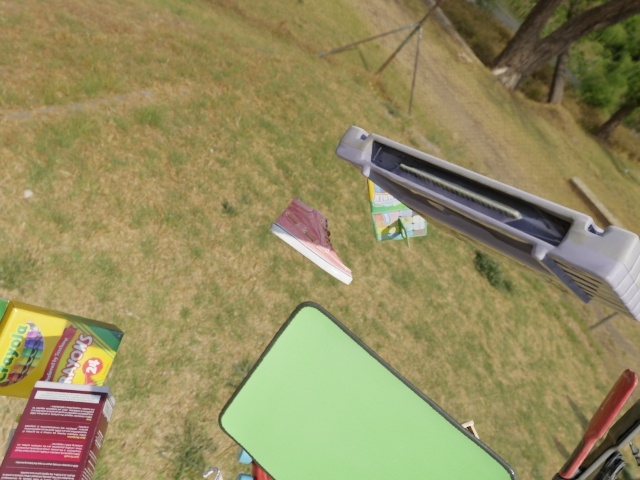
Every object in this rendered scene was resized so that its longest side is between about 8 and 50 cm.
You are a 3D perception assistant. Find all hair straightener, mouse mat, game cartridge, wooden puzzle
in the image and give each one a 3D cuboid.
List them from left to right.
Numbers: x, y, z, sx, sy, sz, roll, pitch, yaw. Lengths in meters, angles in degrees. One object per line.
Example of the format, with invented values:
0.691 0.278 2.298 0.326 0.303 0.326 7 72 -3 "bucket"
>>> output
-0.610 0.418 0.957 0.014 0.079 0.116 -5 55 0 "wooden puzzle"
0.022 0.153 0.350 0.189 0.153 0.007 40 23 10 "mouse mat"
0.201 -0.023 0.578 0.355 0.068 0.230 34 2 42 "game cartridge"
0.390 0.288 0.629 0.089 0.231 0.047 27 10 11 "hair straightener"

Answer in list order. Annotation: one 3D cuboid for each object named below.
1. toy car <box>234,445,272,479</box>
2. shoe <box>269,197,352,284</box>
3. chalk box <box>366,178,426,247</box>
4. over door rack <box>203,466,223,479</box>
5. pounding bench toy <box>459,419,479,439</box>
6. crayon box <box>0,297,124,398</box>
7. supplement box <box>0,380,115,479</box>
-0.102 0.630 1.348 0.219 0.238 0.210 21 35 -17 "toy car"
0.000 0.000 0.861 0.178 0.081 0.063 36 -5 1 "shoe"
0.187 -0.084 1.163 0.132 0.131 0.213 72 14 -56 "chalk box"
-0.343 0.954 1.580 0.108 0.324 0.240 -20 100 -11 "over door rack"
0.221 0.327 0.748 0.052 0.083 0.065 -20 68 -8 "pounding bench toy"
-0.671 0.273 1.144 0.318 0.081 0.202 26 82 -41 "crayon box"
-0.448 0.367 0.794 0.130 0.073 0.240 7 49 -6 "supplement box"
